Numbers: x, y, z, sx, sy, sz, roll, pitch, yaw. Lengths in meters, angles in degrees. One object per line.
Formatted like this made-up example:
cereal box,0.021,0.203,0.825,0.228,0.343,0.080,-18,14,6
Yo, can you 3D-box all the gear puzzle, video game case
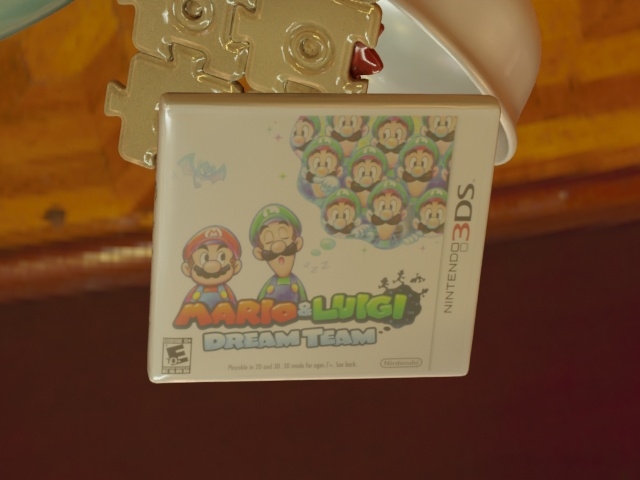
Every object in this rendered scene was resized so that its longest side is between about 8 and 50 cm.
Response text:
gear puzzle,-0.031,-0.180,1.200,0.175,0.044,0.339,19,120,14
video game case,0.000,0.000,0.913,0.157,0.019,0.143,0,116,-11

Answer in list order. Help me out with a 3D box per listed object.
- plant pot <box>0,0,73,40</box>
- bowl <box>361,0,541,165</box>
plant pot,-0.154,-0.209,0.724,0.293,0.293,0.235,40,81,-34
bowl,0.064,-0.199,1.510,0.134,0.298,0.298,-54,127,-11
